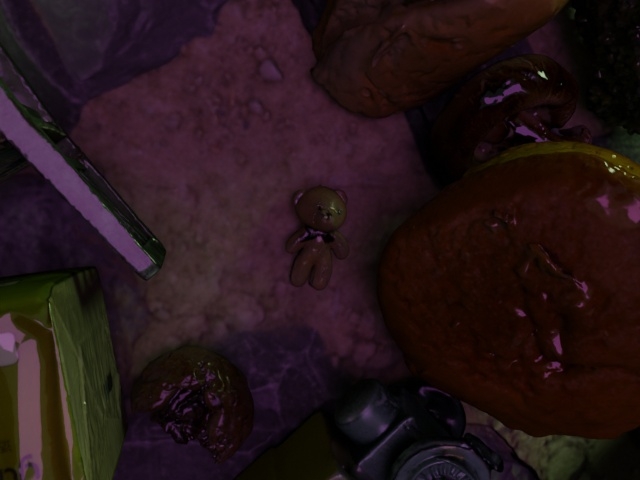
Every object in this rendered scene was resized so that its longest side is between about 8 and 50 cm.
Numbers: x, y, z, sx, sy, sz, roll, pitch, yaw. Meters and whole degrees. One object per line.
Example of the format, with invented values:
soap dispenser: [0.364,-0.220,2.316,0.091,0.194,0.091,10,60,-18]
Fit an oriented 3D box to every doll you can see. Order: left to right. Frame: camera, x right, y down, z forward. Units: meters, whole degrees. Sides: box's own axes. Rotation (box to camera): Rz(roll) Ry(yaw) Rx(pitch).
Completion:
doll: [-0.002,-0.003,0.562,0.061,0.051,0.093,6,122,-14]

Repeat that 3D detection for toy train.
toy train: [0.107,0.301,0.555,0.237,0.150,0.369,-42,102,1]

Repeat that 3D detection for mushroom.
mushroom: [0.180,-0.109,0.554,0.171,0.135,0.080,5,55,-24]

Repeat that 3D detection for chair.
chair: [-0.256,-0.050,0.442,0.147,0.136,0.270,-36,103,-7]

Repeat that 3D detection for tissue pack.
tissue pack: [-0.292,0.123,0.413,0.275,0.200,0.167,-10,95,-12]

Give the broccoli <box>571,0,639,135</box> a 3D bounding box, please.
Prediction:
broccoli: [0.370,-0.216,0.537,0.260,0.235,0.288,12,128,-13]

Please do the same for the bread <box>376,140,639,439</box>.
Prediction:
bread: [0.186,0.044,0.493,0.146,0.268,0.268,-39,105,-48]

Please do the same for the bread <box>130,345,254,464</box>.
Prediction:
bread: [-0.106,0.141,0.530,0.113,0.060,0.082,34,89,-12]

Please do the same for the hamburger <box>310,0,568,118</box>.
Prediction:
hamburger: [0.135,-0.249,0.484,0.162,0.209,0.330,41,86,-12]
